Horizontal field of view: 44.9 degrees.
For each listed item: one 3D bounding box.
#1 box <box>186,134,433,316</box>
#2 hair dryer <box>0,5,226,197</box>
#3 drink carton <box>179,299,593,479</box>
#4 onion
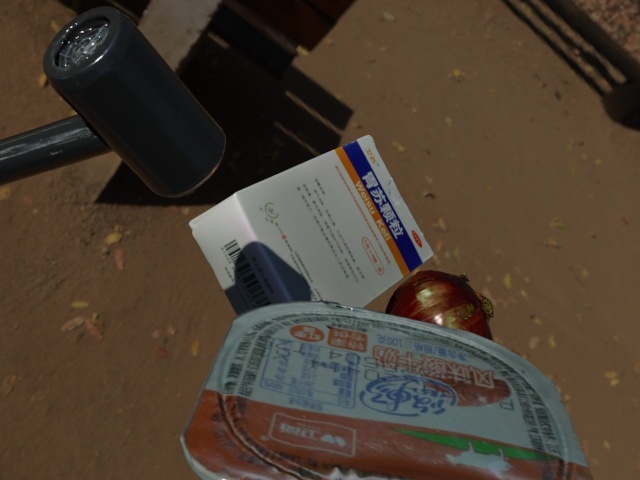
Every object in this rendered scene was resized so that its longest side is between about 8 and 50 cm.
[{"bbox_3d":[0.000,0.000,1.026,0.299,0.106,0.200,-30,92,-47],"label":"box"},{"bbox_3d":[-0.209,-0.074,0.558,0.128,0.255,0.070,55,29,-49],"label":"hair dryer"},{"bbox_3d":[0.027,0.156,0.417,0.185,0.190,0.191,7,20,1],"label":"drink carton"},{"bbox_3d":[0.116,0.088,0.740,0.117,0.118,0.119,39,40,-42],"label":"onion"}]
